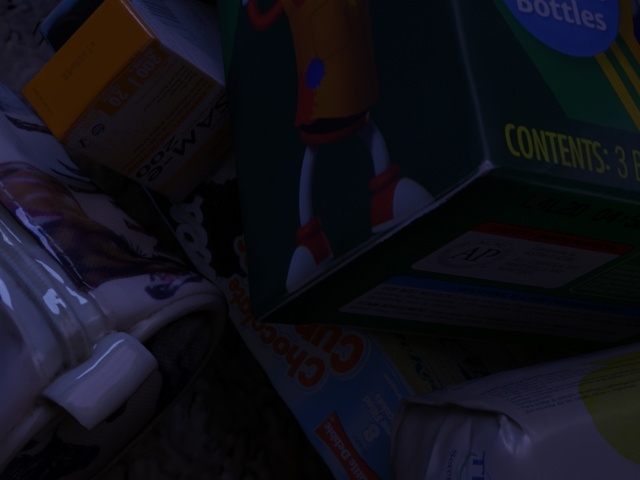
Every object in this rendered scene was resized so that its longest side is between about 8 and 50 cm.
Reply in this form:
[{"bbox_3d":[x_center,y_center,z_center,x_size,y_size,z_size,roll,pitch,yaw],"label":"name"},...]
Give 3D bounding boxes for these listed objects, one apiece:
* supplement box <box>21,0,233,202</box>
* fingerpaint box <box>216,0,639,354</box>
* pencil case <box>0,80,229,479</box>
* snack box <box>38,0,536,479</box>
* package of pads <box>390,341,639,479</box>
[{"bbox_3d":[-0.077,-0.061,0.636,0.036,0.062,0.098,50,11,29],"label":"supplement box"},{"bbox_3d":[0.170,-0.136,0.723,0.445,0.163,0.371,9,62,-34],"label":"fingerpaint box"},{"bbox_3d":[-0.211,-0.047,0.682,0.160,0.183,0.410,-37,71,-14],"label":"pencil case"},{"bbox_3d":[0.000,0.000,0.751,0.322,0.060,0.187,55,21,24],"label":"snack box"},{"bbox_3d":[0.153,0.190,0.598,0.229,0.101,0.296,-9,93,-27],"label":"package of pads"}]
